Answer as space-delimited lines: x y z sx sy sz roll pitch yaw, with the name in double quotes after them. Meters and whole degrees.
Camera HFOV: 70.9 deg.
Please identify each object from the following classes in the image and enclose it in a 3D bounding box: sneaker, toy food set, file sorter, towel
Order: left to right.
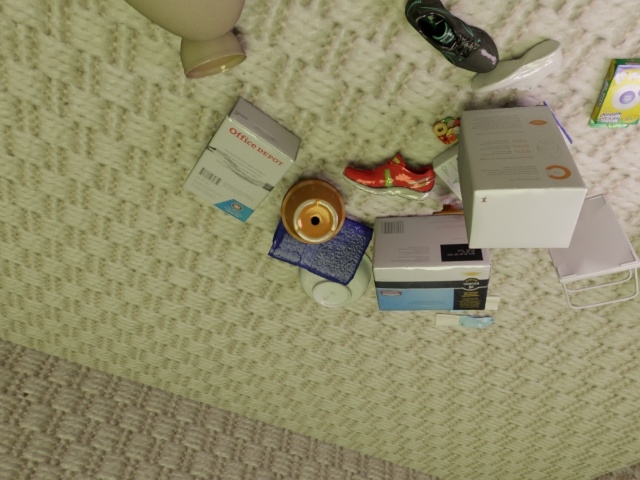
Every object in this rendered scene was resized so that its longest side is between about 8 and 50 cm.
0.000 0.000 1.517 0.308 0.076 0.228 23 102 -8 "towel"
0.205 -0.202 1.341 0.278 0.107 0.119 7 115 -1 "sneaker"
0.360 -0.304 1.250 0.082 0.020 0.083 -21 126 26 "toy food set"
0.308 -0.465 1.050 0.267 0.106 0.101 25 131 -16 "sneaker"
0.485 -0.399 1.107 0.212 0.080 0.094 -19 139 23 "sneaker"
0.785 0.039 1.325 0.192 0.278 0.173 -17 130 24 "file sorter"

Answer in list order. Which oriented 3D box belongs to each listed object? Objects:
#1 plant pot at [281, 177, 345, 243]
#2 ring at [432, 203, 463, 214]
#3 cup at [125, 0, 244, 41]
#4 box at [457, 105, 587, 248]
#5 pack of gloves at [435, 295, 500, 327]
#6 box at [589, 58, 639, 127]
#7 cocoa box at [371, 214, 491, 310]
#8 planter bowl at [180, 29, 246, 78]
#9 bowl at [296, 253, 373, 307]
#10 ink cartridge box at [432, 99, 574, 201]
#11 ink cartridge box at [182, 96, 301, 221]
-0.020 -0.078 1.360 0.205 0.188 0.205 -1 103 -3 "plant pot"
0.488 -0.095 1.269 0.336 0.336 0.032 -2 92 11 "ring"
-0.281 -0.569 0.942 0.330 0.331 0.237 0 157 10 "cup"
0.449 -0.158 1.062 0.214 0.345 0.168 0 133 12 "box"
0.574 0.294 1.764 0.231 0.046 0.195 0 132 10 "pack of gloves"
0.754 -0.356 1.119 0.105 0.043 0.179 2 135 8 "box"
0.353 0.076 1.463 0.346 0.232 0.228 -2 136 13 "cocoa box"
-0.278 -0.484 1.114 0.162 0.162 0.109 -15 102 22 "planter bowl"
0.047 0.153 1.660 0.297 0.134 0.298 5 133 5 "bowl"
0.497 -0.247 1.251 0.332 0.065 0.165 -31 121 34 "ink cartridge box"
-0.236 -0.232 1.346 0.223 0.129 0.307 32 130 -19 "ink cartridge box"
